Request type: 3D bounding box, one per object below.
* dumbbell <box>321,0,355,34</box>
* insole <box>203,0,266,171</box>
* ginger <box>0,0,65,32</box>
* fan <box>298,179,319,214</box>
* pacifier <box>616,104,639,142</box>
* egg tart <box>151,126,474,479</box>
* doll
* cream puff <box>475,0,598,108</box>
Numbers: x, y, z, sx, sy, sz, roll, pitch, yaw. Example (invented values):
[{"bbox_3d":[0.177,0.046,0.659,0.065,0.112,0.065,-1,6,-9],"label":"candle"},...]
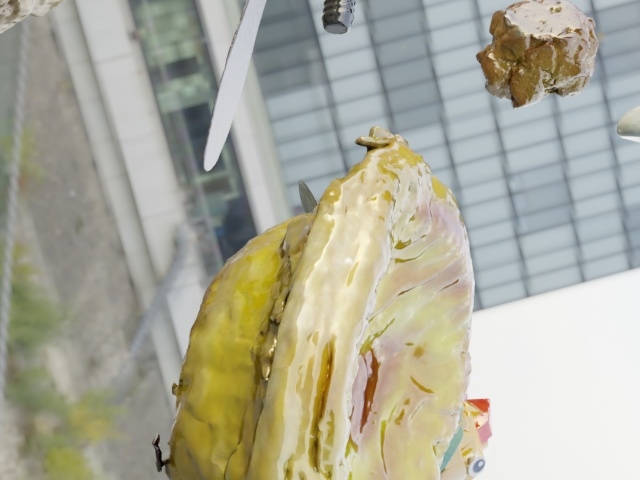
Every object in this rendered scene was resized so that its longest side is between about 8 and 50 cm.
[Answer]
[{"bbox_3d":[0.030,-0.308,1.133,0.143,0.143,0.325,84,11,-76],"label":"dumbbell"},{"bbox_3d":[-0.086,-0.236,1.779,0.111,0.007,0.328,-7,114,-82],"label":"insole"},{"bbox_3d":[-0.209,-0.160,0.879,0.213,0.137,0.074,-91,-172,-67],"label":"ginger"},{"bbox_3d":[-0.003,-0.009,1.013,0.080,0.003,0.060,95,-27,-66],"label":"fan"},{"bbox_3d":[0.458,-0.170,1.895,0.279,0.207,0.227,-157,-137,-81],"label":"pacifier"},{"bbox_3d":[-0.002,0.086,0.817,0.295,0.116,0.295,7,90,-69],"label":"egg tart"},{"bbox_3d":[0.061,0.150,1.205,0.186,0.134,0.106,33,0,-44],"label":"doll"},{"bbox_3d":[0.211,-0.178,1.481,0.116,0.122,0.094,28,-46,35],"label":"cream puff"}]
